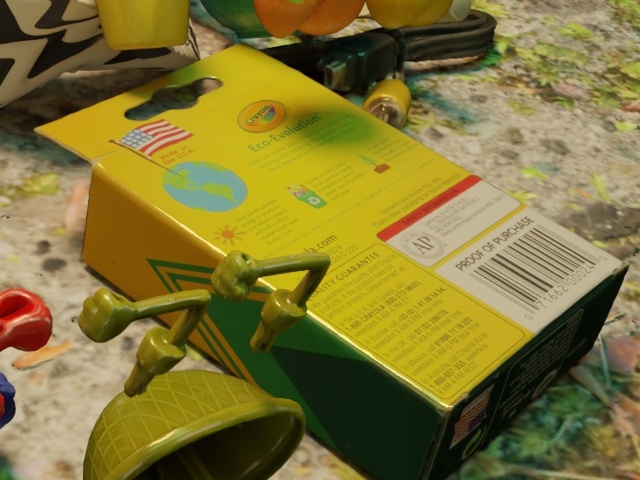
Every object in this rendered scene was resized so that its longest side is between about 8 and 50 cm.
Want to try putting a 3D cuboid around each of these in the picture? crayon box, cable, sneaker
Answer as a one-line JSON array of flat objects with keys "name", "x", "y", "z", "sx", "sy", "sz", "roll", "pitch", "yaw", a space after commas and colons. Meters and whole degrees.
[{"name": "crayon box", "x": 0.000, "y": 0.000, "z": 0.806, "sx": 0.319, "sy": 0.081, "sz": 0.202, "roll": 34, "pitch": 41, "yaw": 25}, {"name": "cable", "x": 0.042, "y": -0.136, "z": 1.043, "sx": 0.140, "sy": 0.072, "sz": 0.287, "roll": 10, "pitch": 21, "yaw": 24}, {"name": "sneaker", "x": -0.195, "y": -0.150, "z": 0.935, "sx": 0.153, "sy": 0.094, "sz": 0.235, "roll": -20, "pitch": -3, "yaw": 18}]

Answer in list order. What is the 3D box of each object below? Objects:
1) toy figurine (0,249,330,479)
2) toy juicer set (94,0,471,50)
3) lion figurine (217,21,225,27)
[{"name": "toy figurine", "x": -0.201, "y": 0.059, "z": 0.591, "sx": 0.363, "sy": 0.191, "sz": 0.217, "roll": -19, "pitch": 42, "yaw": -37}, {"name": "toy juicer set", "x": 0.003, "y": -0.191, "z": 0.914, "sx": 0.209, "sy": 0.089, "sz": 0.329, "roll": 0, "pitch": 10, "yaw": 25}, {"name": "lion figurine", "x": -0.104, "y": -0.322, "z": 1.096, "sx": 0.240, "sy": 0.142, "sz": 0.392, "roll": 31, "pitch": 55, "yaw": 26}]
